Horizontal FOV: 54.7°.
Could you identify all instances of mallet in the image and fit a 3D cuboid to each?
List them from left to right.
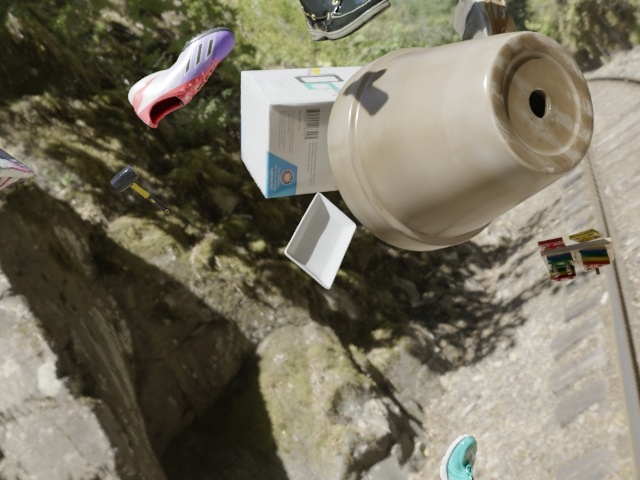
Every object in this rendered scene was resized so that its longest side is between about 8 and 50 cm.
[{"bbox_3d":[-0.421,-0.119,1.507,0.062,0.039,0.190,-46,-39,9],"label":"mallet"}]

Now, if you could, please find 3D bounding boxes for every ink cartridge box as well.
[{"bbox_3d":[-0.007,-0.227,1.255,0.270,0.197,0.198,-8,-56,-20],"label":"ink cartridge box"}]

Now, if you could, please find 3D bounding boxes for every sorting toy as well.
[{"bbox_3d":[0.520,0.043,1.243,0.132,0.046,0.274,-12,-22,23],"label":"sorting toy"}]

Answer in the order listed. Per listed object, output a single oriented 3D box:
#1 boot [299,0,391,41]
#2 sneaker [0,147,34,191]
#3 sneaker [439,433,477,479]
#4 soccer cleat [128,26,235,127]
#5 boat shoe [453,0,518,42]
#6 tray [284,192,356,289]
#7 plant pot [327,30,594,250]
[{"bbox_3d":[0.008,-0.421,0.996,0.085,0.178,0.236,-35,23,-13],"label":"boot"},{"bbox_3d":[-0.468,-0.087,0.850,0.077,0.072,0.178,-52,1,5],"label":"sneaker"},{"bbox_3d":[0.383,0.649,1.635,0.107,0.275,0.110,3,6,-30],"label":"sneaker"},{"bbox_3d":[-0.333,-0.409,1.559,0.318,0.116,0.108,-35,-24,4],"label":"soccer cleat"},{"bbox_3d":[0.365,-0.439,1.315,0.123,0.116,0.324,111,168,-49],"label":"boat shoe"},{"bbox_3d":[0.000,0.000,1.575,0.030,0.145,0.270,-40,15,39],"label":"tray"},{"bbox_3d":[0.214,-0.159,0.893,0.323,0.323,0.280,-37,10,-27],"label":"plant pot"}]
